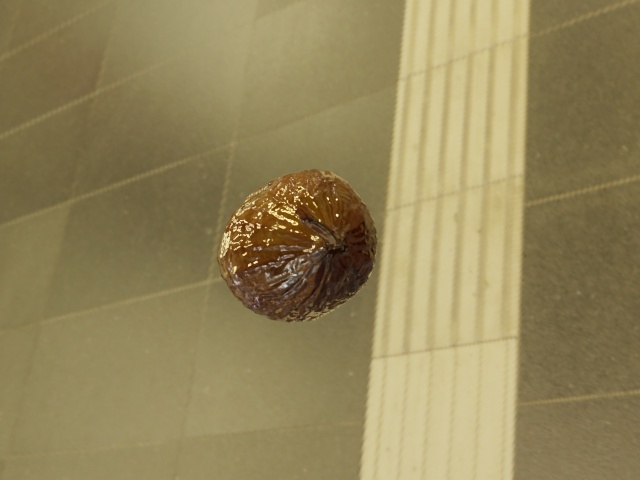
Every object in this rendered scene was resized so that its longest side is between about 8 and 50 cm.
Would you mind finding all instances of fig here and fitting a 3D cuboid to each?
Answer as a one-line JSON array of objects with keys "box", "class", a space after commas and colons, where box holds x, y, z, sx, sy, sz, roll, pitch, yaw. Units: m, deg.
[{"box": [0.000, 0.000, 0.866, 0.146, 0.134, 0.201, -52, 12, -20], "class": "fig"}]
